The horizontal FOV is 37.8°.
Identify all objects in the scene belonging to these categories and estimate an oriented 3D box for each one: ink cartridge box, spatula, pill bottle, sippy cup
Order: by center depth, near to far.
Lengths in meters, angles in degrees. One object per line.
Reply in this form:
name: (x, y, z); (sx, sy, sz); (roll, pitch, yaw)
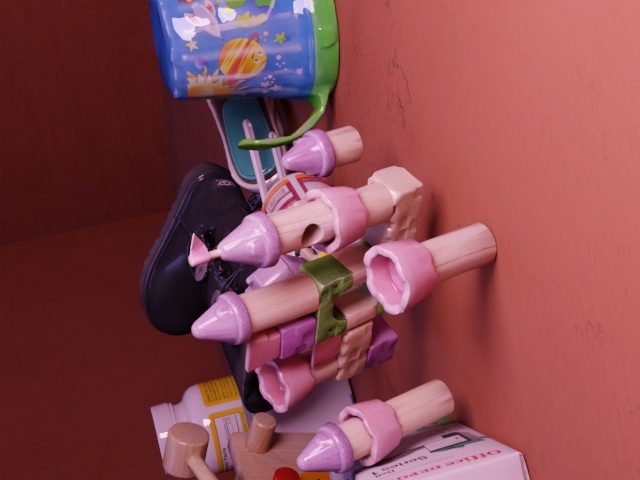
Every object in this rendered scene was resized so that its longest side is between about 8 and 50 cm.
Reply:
ink cartridge box: (0.112, 0.267, 1.004); (0.219, 0.160, 0.093); (174, 83, -76)
sippy cup: (-0.114, -0.293, 1.290); (0.240, 0.224, 0.306); (93, 159, -52)
pill bottle: (0.000, 0.000, 1.313); (0.221, 0.121, 0.121); (-122, 23, -55)
spatula: (-0.053, -0.071, 1.490); (0.019, 0.168, 0.242); (-25, 71, 35)
ink cartridge box: (-0.041, 0.311, 1.678); (0.233, 0.168, 0.171); (121, 134, -73)
pill bottle: (-0.169, 0.368, 1.914); (0.188, 0.333, 0.188); (168, 90, -77)

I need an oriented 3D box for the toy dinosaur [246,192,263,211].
toy dinosaur: (-0.137, -0.187, 1.872); (0.118, 0.064, 0.268); (-127, 29, -47)

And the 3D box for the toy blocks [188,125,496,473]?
toy blocks: (-0.029, 0.060, 0.977); (0.309, 0.260, 0.289); (45, 142, 39)

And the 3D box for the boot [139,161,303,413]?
boot: (-0.157, 0.128, 1.579); (0.445, 0.146, 0.367); (51, 132, 45)

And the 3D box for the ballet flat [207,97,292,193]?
ballet flat: (-0.130, -0.251, 1.641); (0.139, 0.139, 0.400); (107, 151, -65)

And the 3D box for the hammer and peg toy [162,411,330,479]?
hammer and peg toy: (-0.034, 0.361, 1.298); (0.266, 0.361, 0.127); (-124, 45, -55)
